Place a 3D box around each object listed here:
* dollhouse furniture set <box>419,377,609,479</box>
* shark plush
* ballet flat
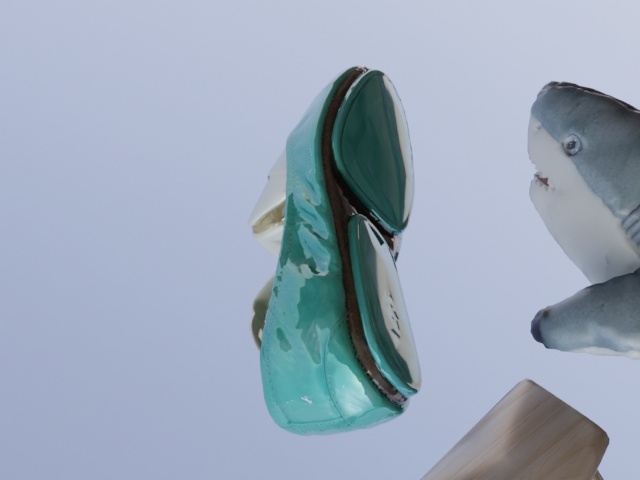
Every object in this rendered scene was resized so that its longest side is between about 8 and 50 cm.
[{"bbox_3d":[0.187,0.181,0.480,0.303,0.286,0.198,34,164,50],"label":"dollhouse furniture set"},{"bbox_3d":[0.119,0.003,0.353,0.073,0.067,0.161,-2,-167,-44],"label":"shark plush"},{"bbox_3d":[0.000,0.000,0.737,0.083,0.087,0.247,51,-154,-34],"label":"ballet flat"}]
